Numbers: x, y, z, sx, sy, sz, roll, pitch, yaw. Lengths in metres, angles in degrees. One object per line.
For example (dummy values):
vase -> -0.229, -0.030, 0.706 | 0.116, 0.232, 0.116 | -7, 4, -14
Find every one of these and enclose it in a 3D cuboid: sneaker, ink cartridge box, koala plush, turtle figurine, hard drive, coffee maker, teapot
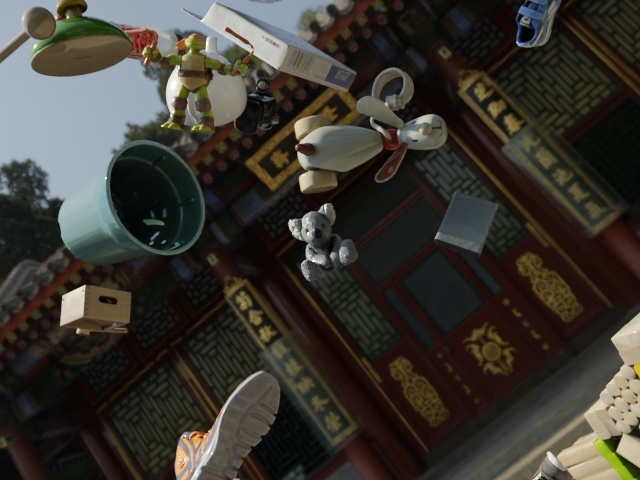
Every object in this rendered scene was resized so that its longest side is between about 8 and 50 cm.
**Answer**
sneaker -> 0.432, 0.455, 1.231 | 0.065, 0.061, 0.158 | -36, -37, -14
sneaker -> 0.375, -0.400, 1.125 | 0.059, 0.053, 0.144 | -25, -45, -26
ink cartridge box -> -0.116, -0.487, 1.593 | 0.324, 0.330, 0.071 | -6, -50, -60
koala plush -> 0.000, 0.000, 2.209 | 0.196, 0.221, 0.203 | -28, 1, 4
sneaker -> -0.454, -0.468, 1.539 | 0.145, 0.270, 0.090 | -8, -66, -51
sneaker -> -0.223, 0.418, 1.421 | 0.180, 0.124, 0.321 | 1, 53, 57
turtle figurine -> -0.281, -0.342, 1.370 | 0.269, 0.218, 0.087 | 6, 6, -6
hard drive -> 0.299, -0.034, 1.330 | 0.022, 0.094, 0.135 | 86, -152, -54
coffee maker -> -0.217, -0.438, 2.122 | 0.120, 0.171, 0.178 | -10, 12, 11
teapot -> -0.335, -0.456, 1.879 | 0.252, 0.256, 0.187 | -30, -41, -29

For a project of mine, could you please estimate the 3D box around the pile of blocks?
pile of blocks -> 0.452, 0.230, 0.882 | 0.112, 0.149, 0.362 | -27, -43, -33

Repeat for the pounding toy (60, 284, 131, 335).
pounding toy -> -0.583, 0.187, 1.708 | 0.206, 0.094, 0.181 | -21, -26, 41

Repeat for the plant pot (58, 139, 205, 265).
plant pot -> -0.583, -0.082, 1.947 | 0.334, 0.341, 0.341 | -18, 0, 37

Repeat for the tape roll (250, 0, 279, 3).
tape roll -> -0.148, -0.739, 1.606 | 0.286, 0.286, 0.100 | -58, 8, 50

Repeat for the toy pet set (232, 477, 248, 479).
toy pet set -> -0.166, 0.456, 1.063 | 0.065, 0.122, 0.114 | 4, -14, -34

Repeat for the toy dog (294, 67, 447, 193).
toy dog -> 0.077, -0.208, 1.338 | 0.333, 0.220, 0.161 | -31, -7, 15

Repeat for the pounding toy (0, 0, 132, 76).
pounding toy -> -0.463, -0.380, 1.164 | 0.182, 0.110, 0.237 | -18, -1, 33
